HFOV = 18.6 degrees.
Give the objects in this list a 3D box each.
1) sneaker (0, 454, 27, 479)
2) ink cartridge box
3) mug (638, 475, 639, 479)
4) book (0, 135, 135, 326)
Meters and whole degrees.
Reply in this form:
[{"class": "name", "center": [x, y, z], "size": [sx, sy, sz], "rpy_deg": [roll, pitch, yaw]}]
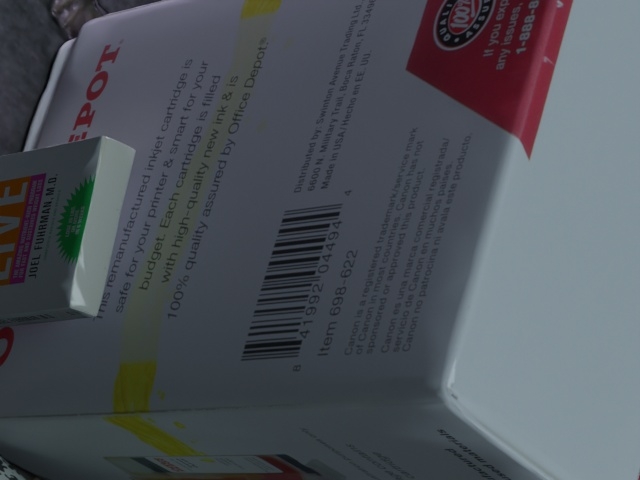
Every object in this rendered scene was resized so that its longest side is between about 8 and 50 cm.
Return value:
[{"class": "sneaker", "center": [-0.263, 0.246, 0.990], "size": [0.182, 0.158, 0.410], "rpy_deg": [48, 50, 10]}, {"class": "ink cartridge box", "center": [0.000, 0.000, 1.072], "size": [0.160, 0.384, 0.279], "rpy_deg": [37, 60, -38]}, {"class": "mug", "center": [0.221, 0.224, 1.439], "size": [0.150, 0.113, 0.169], "rpy_deg": [8, 69, -37]}, {"class": "book", "center": [-0.163, 0.000, 1.078], "size": [0.035, 0.144, 0.096], "rpy_deg": [25, 67, -39]}]
